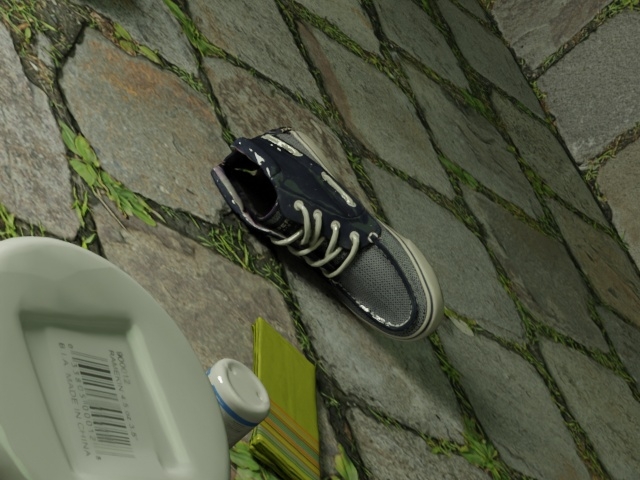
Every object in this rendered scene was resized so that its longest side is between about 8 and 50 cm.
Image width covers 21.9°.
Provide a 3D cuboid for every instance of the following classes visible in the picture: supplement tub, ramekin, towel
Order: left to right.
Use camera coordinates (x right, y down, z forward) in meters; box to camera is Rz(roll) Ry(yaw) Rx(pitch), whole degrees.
[{"bbox_3d":[-0.187,0.131,1.103,0.277,0.135,0.277,39,32,-30],"label":"ramekin"},{"bbox_3d":[-0.105,0.167,1.542,0.071,0.107,0.071,40,23,-21],"label":"supplement tub"},{"bbox_3d":[-0.039,0.179,1.782,0.102,0.021,0.237,45,19,-23],"label":"towel"}]

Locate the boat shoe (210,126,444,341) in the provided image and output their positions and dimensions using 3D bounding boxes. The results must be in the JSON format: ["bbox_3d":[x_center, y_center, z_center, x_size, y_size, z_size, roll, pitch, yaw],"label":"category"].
[{"bbox_3d":[0.000,0.000,2.057,0.340,0.127,0.158,47,26,18],"label":"boat shoe"}]
